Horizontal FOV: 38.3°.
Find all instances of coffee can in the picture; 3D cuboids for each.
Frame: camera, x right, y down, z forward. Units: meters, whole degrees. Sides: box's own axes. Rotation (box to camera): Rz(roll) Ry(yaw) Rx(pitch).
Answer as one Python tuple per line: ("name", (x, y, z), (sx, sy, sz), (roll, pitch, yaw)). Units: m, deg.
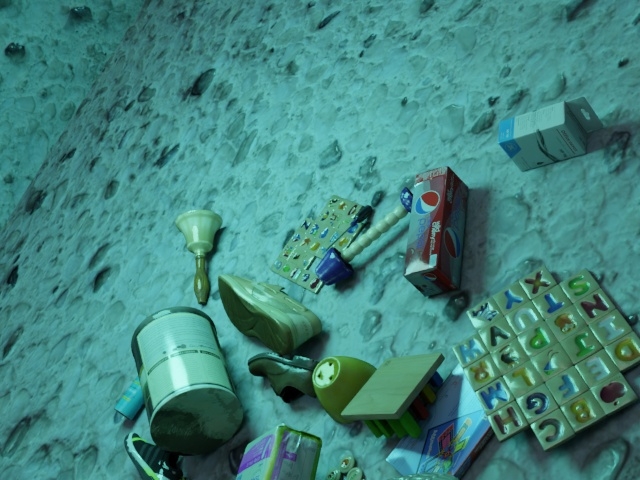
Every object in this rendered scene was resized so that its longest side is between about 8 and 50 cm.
("coffee can", (-0.301, 0.308, 2.048), (0.201, 0.201, 0.275), (-41, 38, 10))

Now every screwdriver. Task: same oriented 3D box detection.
("screwdriver", (0.062, -0.025, 2.088), (0.170, 0.024, 0.025), (-45, -12, -27))

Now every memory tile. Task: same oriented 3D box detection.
("memory tile", (0.026, 0.482, 1.733), (0.148, 0.012, 0.113), (-45, 38, 4))

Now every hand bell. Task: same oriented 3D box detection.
("hand bell", (-0.309, 0.055, 2.385), (0.126, 0.126, 0.242), (-24, 57, 28))

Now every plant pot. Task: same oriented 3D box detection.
("plant pot", (0.039, 0.282, 1.826), (0.134, 0.095, 0.134), (-25, 44, 27))

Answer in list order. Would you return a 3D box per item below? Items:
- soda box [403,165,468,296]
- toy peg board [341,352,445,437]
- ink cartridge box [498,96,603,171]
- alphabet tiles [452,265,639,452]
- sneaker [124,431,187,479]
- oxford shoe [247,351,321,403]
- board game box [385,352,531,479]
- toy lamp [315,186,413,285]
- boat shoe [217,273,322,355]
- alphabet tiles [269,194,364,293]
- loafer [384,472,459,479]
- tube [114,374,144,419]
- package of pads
("soda box", (0.240, -0.021, 1.895), (0.083, 0.092, 0.263), (-17, 48, 35))
("toy peg board", (0.150, 0.295, 1.711), (0.160, 0.079, 0.161), (-45, 17, -34))
("ink cartridge box", (0.458, -0.210, 1.835), (0.180, 0.104, 0.060), (-15, 48, 36))
("alphabet tiles", (0.389, 0.193, 1.597), (0.285, 0.011, 0.342), (-31, 40, 7))
("sneaker", (-0.362, 0.499, 2.068), (0.097, 0.084, 0.234), (-30, 35, -16))
("oxford shoe", (-0.084, 0.291, 1.953), (0.227, 0.083, 0.096), (0, 68, 49))
("board game box", (0.247, 0.320, 1.646), (0.281, 0.027, 0.145), (-52, 37, -5))
("toy lamp", (0.105, -0.002, 2.025), (0.274, 0.080, 0.080), (-40, 38, 11))
("boat shoe", (-0.122, 0.157, 2.096), (0.110, 0.122, 0.341), (-21, 31, -28))
("alphabet tiles", (0.000, 0.000, 2.181), (0.198, 0.009, 0.237), (24, 76, 52))
("loafer", (0.113, 0.469, 1.580), (0.319, 0.112, 0.111), (-26, 72, 41))
("tube", (-0.427, 0.343, 2.275), (0.080, 0.052, 0.207), (16, 63, 40))
("package of pads", (-0.104, 0.502, 1.702), (0.229, 0.101, 0.296), (-45, 25, 59))
